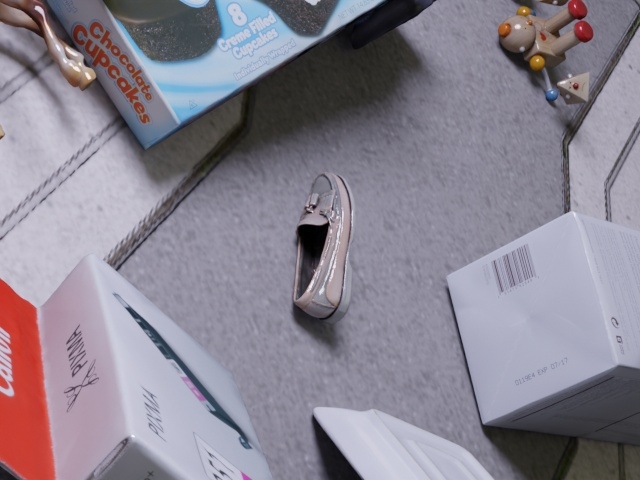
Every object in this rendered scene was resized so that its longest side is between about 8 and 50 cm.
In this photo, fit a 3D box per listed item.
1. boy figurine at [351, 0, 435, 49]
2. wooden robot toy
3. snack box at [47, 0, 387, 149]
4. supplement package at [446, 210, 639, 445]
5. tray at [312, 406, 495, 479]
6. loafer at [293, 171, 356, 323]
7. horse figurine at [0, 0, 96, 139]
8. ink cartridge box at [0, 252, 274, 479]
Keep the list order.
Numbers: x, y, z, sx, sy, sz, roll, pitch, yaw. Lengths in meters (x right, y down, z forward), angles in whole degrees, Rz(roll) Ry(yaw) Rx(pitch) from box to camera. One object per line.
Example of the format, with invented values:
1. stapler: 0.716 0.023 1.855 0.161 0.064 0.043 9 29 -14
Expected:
1. boy figurine: 0.001 -0.307 1.445 0.177 0.092 0.285 -36 97 -51
2. wooden robot toy: 0.206 -0.209 1.643 0.079 0.076 0.173 6 60 -36
3. snack box: -0.060 -0.219 1.270 0.322 0.060 0.187 -36 94 -39
4. supplement package: 0.242 0.080 1.418 0.244 0.139 0.134 13 56 -47
5. tray: 0.101 0.186 1.126 0.145 0.030 0.270 25 11 -29
6. loafer: 0.000 0.000 1.267 0.039 0.045 0.125 21 53 -32
7. horse figurine: -0.232 -0.144 1.062 0.174 0.066 0.263 52 44 -4
8. ink cartridge box: -0.130 0.071 0.932 0.239 0.060 0.275 44 5 -21
